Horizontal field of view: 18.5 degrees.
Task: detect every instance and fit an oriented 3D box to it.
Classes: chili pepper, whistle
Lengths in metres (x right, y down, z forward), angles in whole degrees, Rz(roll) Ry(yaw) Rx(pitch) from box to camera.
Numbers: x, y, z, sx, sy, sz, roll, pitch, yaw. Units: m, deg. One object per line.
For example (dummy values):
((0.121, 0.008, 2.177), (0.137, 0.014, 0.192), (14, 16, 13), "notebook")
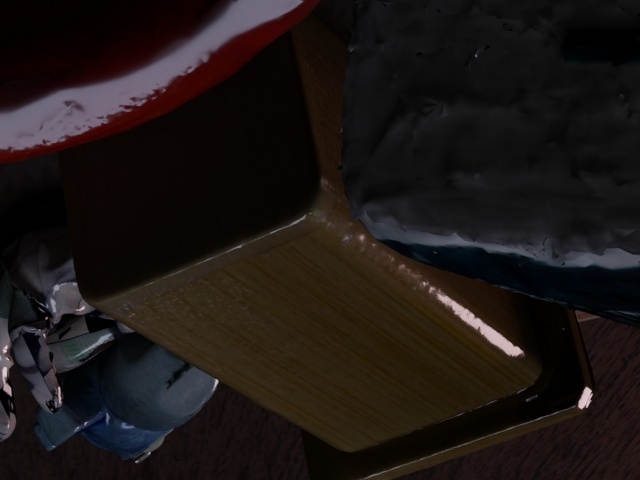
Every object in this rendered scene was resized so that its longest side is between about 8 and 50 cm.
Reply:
((-0.150, -0.101, 0.957), (0.368, 0.092, 0.137), (-15, 139, -5), "chili pepper")
((-0.124, 0.094, 1.366), (0.180, 0.093, 0.269), (-35, 176, -27), "whistle")

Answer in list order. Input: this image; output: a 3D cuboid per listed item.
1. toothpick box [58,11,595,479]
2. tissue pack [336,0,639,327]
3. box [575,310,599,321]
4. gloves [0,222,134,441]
((0.000, 0.000, 1.112), (0.190, 0.187, 0.308), (-21, 151, 20), "toothpick box")
((0.244, -0.067, 0.901), (0.264, 0.253, 0.416), (3, 170, 42), "tissue pack")
((0.163, 0.017, 1.372), (0.201, 0.058, 0.141), (-15, 161, 9), "box")
((-0.168, 0.043, 1.237), (0.212, 0.111, 0.127), (-24, -164, 12), "gloves")
